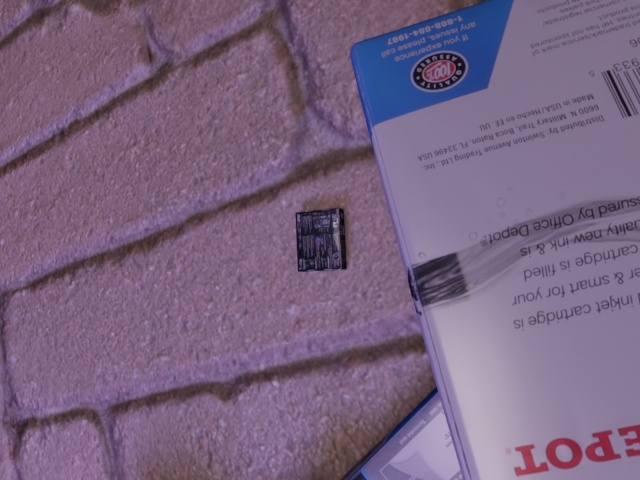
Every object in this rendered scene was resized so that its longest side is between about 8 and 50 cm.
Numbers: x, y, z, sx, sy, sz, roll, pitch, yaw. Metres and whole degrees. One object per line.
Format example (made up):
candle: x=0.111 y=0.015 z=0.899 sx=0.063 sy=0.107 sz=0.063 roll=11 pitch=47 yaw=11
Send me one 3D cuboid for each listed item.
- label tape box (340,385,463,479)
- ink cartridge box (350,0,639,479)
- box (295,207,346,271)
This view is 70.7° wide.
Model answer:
label tape box: x=0.196 y=0.327 z=0.465 sx=0.333 sy=0.106 sz=0.241 roll=44 pitch=104 yaw=20
ink cartridge box: x=0.213 y=-0.004 z=0.385 sx=0.285 sy=0.166 sz=0.395 roll=-14 pitch=71 yaw=8
box: x=0.000 y=0.000 z=0.617 sx=0.067 sy=0.018 sz=0.083 roll=-5 pitch=85 yaw=23
